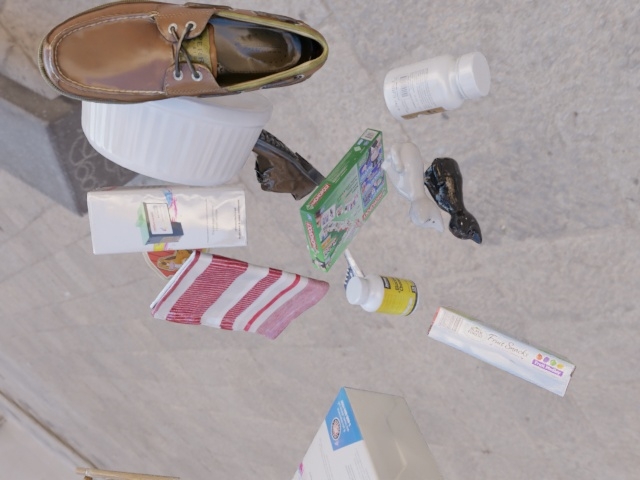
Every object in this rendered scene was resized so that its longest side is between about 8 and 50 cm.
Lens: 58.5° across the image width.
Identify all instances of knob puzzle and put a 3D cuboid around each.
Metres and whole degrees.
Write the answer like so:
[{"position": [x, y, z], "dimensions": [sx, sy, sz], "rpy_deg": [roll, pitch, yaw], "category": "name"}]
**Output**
[{"position": [-0.353, 0.005, 1.398], "dimensions": [0.030, 0.213, 0.213], "rpy_deg": [0, 127, 51], "category": "knob puzzle"}]

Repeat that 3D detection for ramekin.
[{"position": [-0.213, -0.180, 0.826], "dimensions": [0.273, 0.273, 0.127], "rpy_deg": [29, 111, 19], "category": "ramekin"}]

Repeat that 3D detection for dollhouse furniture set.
[{"position": [-0.236, 0.342, 0.647], "dimensions": [0.123, 0.151, 0.144], "rpy_deg": [10, 155, -9], "category": "dollhouse furniture set"}]

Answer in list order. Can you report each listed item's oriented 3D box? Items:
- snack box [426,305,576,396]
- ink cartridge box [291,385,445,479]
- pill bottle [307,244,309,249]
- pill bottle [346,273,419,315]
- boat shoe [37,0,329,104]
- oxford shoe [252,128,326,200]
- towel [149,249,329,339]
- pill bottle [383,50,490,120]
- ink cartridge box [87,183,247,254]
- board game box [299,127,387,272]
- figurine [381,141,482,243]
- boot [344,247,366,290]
[{"position": [0.191, 0.113, 0.609], "dimensions": [0.141, 0.037, 0.100], "rpy_deg": [23, -177, 20], "category": "snack box"}, {"position": [0.025, 0.280, 0.571], "dimensions": [0.078, 0.134, 0.231], "rpy_deg": [15, 115, -22], "category": "ink cartridge box"}, {"position": [0.000, 0.000, 1.727], "dimensions": [0.043, 0.083, 0.043], "rpy_deg": [35, 162, 13], "category": "pill bottle"}, {"position": [0.167, 0.145, 1.538], "dimensions": [0.184, 0.103, 0.103], "rpy_deg": [10, 156, -28], "category": "pill bottle"}, {"position": [-0.139, -0.210, 0.618], "dimensions": [0.104, 0.307, 0.110], "rpy_deg": [27, 128, 59], "category": "boat shoe"}, {"position": [-0.085, -0.132, 1.035], "dimensions": [0.227, 0.096, 0.083], "rpy_deg": [34, -169, -46], "category": "oxford shoe"}, {"position": [-0.175, 0.129, 1.255], "dimensions": [0.329, 0.037, 0.237], "rpy_deg": [16, 134, -34], "category": "towel"}, {"position": [0.279, -0.373, 1.371], "dimensions": [0.229, 0.131, 0.131], "rpy_deg": [-5, 123, 39], "category": "pill bottle"}, {"position": [-0.295, -0.049, 1.124], "dimensions": [0.201, 0.278, 0.117], "rpy_deg": [-152, 60, -74], "category": "ink cartridge box"}, {"position": [0.068, -0.101, 1.432], "dimensions": [0.046, 0.317, 0.213], "rpy_deg": [21, 146, 26], "category": "board game box"}, {"position": [0.242, -0.093, 1.216], "dimensions": [0.092, 0.215, 0.209], "rpy_deg": [-44, 49, 35], "category": "figurine"}, {"position": [0.109, 0.123, 2.005], "dimensions": [0.086, 0.069, 0.190], "rpy_deg": [-34, 62, 16], "category": "boot"}]
